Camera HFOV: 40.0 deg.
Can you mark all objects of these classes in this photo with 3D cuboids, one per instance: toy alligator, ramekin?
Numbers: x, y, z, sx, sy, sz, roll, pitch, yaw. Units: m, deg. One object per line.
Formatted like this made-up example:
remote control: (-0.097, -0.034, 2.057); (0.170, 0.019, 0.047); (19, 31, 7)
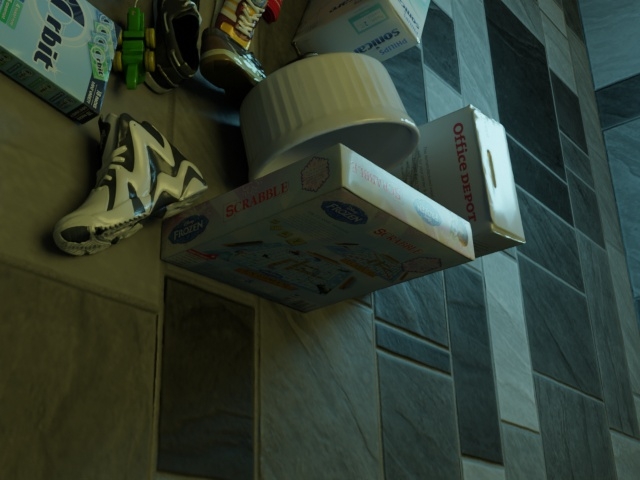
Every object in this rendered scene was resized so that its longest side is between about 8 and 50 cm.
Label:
toy alligator: (-0.263, -0.286, 1.252); (0.051, 0.056, 0.190); (99, -12, -66)
ramekin: (0.004, -0.177, 1.383); (0.277, 0.277, 0.135); (5, 62, -54)

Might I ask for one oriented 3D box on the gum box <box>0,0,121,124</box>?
gum box: (-0.350, -0.263, 1.121); (0.184, 0.041, 0.157); (35, 47, -39)

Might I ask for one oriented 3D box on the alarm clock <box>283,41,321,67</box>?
alarm clock: (-0.015, -0.249, 1.566); (0.129, 0.064, 0.192); (22, 54, -48)

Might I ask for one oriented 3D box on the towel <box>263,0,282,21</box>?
towel: (-0.118, -0.548, 1.602); (0.199, 0.031, 0.275); (44, 42, -35)

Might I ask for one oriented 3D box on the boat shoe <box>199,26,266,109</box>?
boat shoe: (-0.124, -0.263, 1.363); (0.223, 0.080, 0.074); (31, 52, -69)

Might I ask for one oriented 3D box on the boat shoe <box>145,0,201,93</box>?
boat shoe: (-0.207, -0.325, 1.324); (0.084, 0.079, 0.233); (35, 46, -38)

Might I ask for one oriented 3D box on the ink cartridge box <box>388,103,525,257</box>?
ink cartridge box: (0.176, -0.067, 1.526); (0.129, 0.307, 0.223); (17, 61, -50)

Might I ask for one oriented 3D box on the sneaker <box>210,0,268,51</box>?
sneaker: (-0.129, -0.373, 1.449); (0.069, 0.083, 0.186); (26, 54, -47)

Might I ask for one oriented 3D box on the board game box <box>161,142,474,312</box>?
board game box: (0.000, 0.000, 1.237); (0.318, 0.317, 0.066); (26, 54, -47)

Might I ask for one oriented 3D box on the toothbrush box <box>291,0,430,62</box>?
toothbrush box: (0.092, -0.461, 1.689); (0.126, 0.216, 0.296); (46, 42, -30)

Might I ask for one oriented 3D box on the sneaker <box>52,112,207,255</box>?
sneaker: (-0.267, -0.084, 1.115); (0.235, 0.094, 0.153); (-31, 85, -41)
